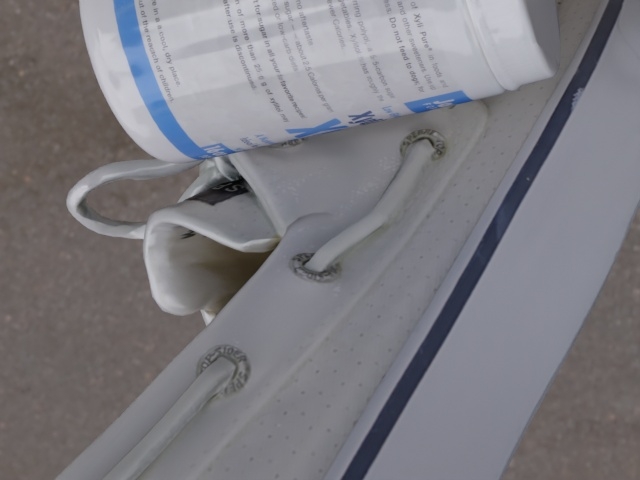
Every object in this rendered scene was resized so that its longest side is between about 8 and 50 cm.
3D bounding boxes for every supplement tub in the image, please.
[{"bbox_3d":[0.001,-0.062,0.341,0.107,0.071,0.071,-10,136,19],"label":"supplement tub"}]

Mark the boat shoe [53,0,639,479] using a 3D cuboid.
[{"bbox_3d":[-0.002,0.006,0.413,0.156,0.367,0.136,29,145,8],"label":"boat shoe"}]
